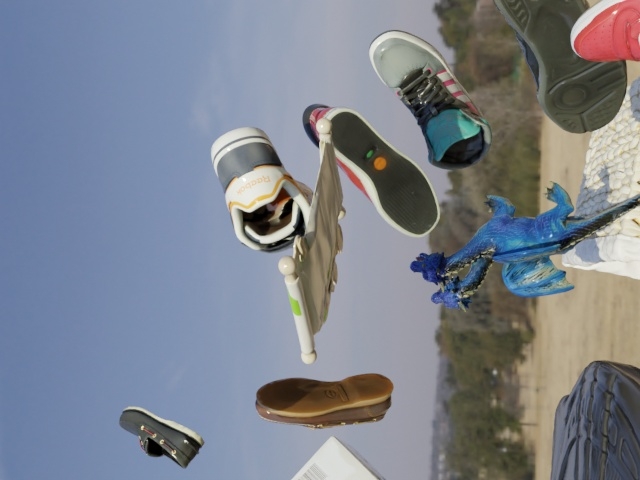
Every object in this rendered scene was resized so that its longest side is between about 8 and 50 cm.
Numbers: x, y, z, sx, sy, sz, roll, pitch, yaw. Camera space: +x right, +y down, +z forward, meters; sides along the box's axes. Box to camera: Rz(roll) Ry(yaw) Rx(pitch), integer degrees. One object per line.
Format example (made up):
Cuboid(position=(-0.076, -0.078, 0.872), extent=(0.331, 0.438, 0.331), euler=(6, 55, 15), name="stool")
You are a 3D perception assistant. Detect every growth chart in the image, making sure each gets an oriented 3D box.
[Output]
Cuboid(position=(0.000, 0.000, 0.787), extent=(0.237, 0.021, 0.172), euler=(-78, -14, -45), name="growth chart")

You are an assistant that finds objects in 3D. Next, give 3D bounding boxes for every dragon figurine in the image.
Cuboid(position=(0.253, 0.012, 0.959), extent=(0.085, 0.289, 0.144), euler=(57, -139, -37), name="dragon figurine")

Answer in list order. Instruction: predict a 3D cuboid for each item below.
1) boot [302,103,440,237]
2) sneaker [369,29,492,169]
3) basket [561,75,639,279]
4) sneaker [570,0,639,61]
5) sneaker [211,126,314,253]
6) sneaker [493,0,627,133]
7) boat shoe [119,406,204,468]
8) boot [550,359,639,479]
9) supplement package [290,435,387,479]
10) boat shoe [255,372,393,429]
Cuboid(position=(0.074, -0.113, 1.236), extent=(0.244, 0.088, 0.176), euler=(46, 178, -19), name="boot")
Cuboid(position=(0.201, -0.227, 1.421), extent=(0.295, 0.123, 0.178), euler=(37, -153, -30), name="sneaker")
Cuboid(position=(0.558, -0.061, 1.153), extent=(0.328, 0.331, 0.267), euler=(31, -109, -85), name="basket")
Cuboid(position=(0.174, -0.087, 0.373), extent=(0.042, 0.118, 0.067), euler=(40, -128, -47), name="sneaker")
Cuboid(position=(-0.067, -0.034, 1.205), extent=(0.128, 0.126, 0.321), euler=(67, -173, 27), name="sneaker")
Cuboid(position=(0.220, -0.208, 0.764), extent=(0.227, 0.087, 0.130), euler=(46, -147, -36), name="sneaker")
Cuboid(position=(-0.198, 0.233, 0.965), extent=(0.042, 0.133, 0.049), euler=(-54, -43, -29), name="boat shoe")
Cuboid(position=(0.296, 0.166, 0.497), extent=(0.377, 0.284, 0.138), euler=(58, -141, -72), name="boot")
Cuboid(position=(0.037, 0.417, 1.303), extent=(0.139, 0.134, 0.244), euler=(-46, -19, -7), name="supplement package")
Cuboid(position=(0.005, 0.241, 1.163), extent=(0.073, 0.206, 0.073), euler=(-111, 28, -51), name="boat shoe")
